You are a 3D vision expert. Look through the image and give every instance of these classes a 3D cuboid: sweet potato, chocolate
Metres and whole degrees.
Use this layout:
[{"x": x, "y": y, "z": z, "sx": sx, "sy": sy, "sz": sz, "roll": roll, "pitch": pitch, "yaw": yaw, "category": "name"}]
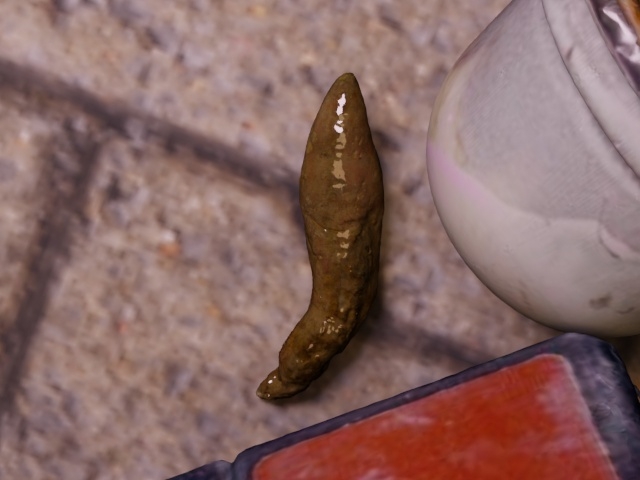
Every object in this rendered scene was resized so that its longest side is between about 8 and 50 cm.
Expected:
[{"x": 0.006, "y": 0.003, "z": 0.776, "sx": 0.041, "sy": 0.038, "sz": 0.153, "roll": 18, "pitch": 110, "yaw": 20, "category": "sweet potato"}, {"x": 0.114, "y": -0.044, "z": 0.710, "sx": 0.147, "sy": 0.221, "sz": 0.221, "roll": -28, "pitch": 100, "yaw": 32, "category": "chocolate"}]

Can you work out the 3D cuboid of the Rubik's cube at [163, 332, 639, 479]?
[{"x": 0.032, "y": 0.274, "z": 0.647, "sx": 0.316, "sy": 0.318, "sz": 0.313, "roll": -21, "pitch": 120, "yaw": 3, "category": "Rubik's cube"}]
